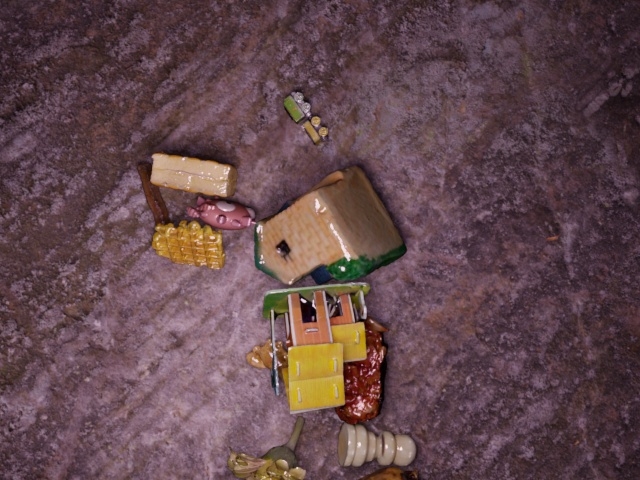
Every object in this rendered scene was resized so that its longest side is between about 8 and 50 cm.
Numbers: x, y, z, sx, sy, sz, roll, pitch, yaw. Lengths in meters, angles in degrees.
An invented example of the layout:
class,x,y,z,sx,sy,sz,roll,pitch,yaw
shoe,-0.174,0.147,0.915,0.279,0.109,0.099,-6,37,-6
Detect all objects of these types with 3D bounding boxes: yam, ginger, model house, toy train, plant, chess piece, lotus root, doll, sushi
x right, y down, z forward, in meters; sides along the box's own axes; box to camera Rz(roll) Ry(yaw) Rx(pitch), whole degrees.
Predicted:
class,x,y,z,sx,sy,sz,roll,pitch,yaw
yam,-0.548,-0.139,1.624,0.057,0.057,0.241,-19,87,-5
ginger,-0.134,0.389,1.590,0.205,0.081,0.115,30,77,4
model house,-0.006,0.333,1.422,0.300,0.340,0.323,-3,60,-11
toy train,-0.051,-0.414,1.683,0.081,0.060,0.202,-35,88,1
plant,-0.127,0.712,1.494,0.306,0.297,0.261,-9,90,33
chess piece,0.186,0.660,1.574,0.243,0.133,0.133,10,84,-10
lotus root,0.184,0.816,1.540,0.314,0.141,0.169,-21,89,-6
doll,-0.307,-0.084,1.555,0.211,0.262,0.093,28,106,39
model house,0.000,0.000,1.504,0.343,0.382,0.334,-30,87,30
sushi,0.131,0.396,1.558,0.196,0.182,0.343,1,87,-5

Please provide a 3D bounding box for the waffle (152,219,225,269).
class,x,y,z,sx,sy,sz,roll,pitch,yaw
waffle,-0.414,0.005,1.538,0.229,0.219,0.057,8,57,-4

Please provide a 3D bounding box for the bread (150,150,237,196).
class,x,y,z,sx,sy,sz,roll,pitch,yaw
bread,-0.389,-0.205,1.554,0.239,0.246,0.111,10,95,-3
